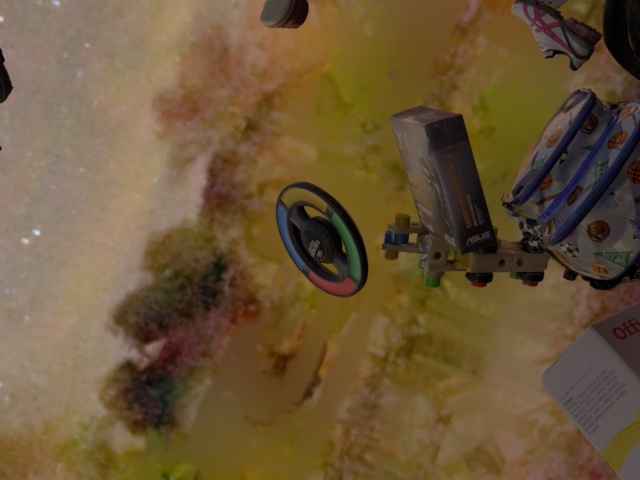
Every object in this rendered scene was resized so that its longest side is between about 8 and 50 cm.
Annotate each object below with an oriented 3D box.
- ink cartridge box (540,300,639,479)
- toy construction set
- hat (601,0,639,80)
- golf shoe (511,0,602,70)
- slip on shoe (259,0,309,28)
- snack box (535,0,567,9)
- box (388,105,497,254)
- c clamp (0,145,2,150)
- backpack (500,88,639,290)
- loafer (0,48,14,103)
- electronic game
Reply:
[{"bbox_3d":[0.572,0.276,1.488,0.279,0.384,0.160,-16,-33,-40],"label":"ink cartridge box"},{"bbox_3d":[0.290,0.000,1.757,0.215,0.328,0.151,-139,37,-65],"label":"toy construction set"},{"bbox_3d":[0.420,-0.278,1.179,0.134,0.331,0.331,-35,-5,-10],"label":"hat"},{"bbox_3d":[0.405,-0.371,1.729,0.067,0.186,0.086,6,-62,-49],"label":"golf shoe"},{"bbox_3d":[-0.073,-0.538,2.230,0.123,0.101,0.331,-58,11,13],"label":"slip on shoe"},{"bbox_3d":[0.490,-0.565,1.936,0.207,0.070,0.174,-36,34,57],"label":"snack box"},{"bbox_3d":[0.168,-0.092,1.373,0.231,0.056,0.183,-126,17,-76],"label":"box"},{"bbox_3d":[-0.434,-0.068,1.021,0.137,0.161,0.022,-11,-100,-83],"label":"c clamp"},{"bbox_3d":[0.372,-0.075,1.265,0.276,0.213,0.263,-62,8,6],"label":"backpack"},{"bbox_3d":[-0.586,-0.352,1.593,0.096,0.267,0.084,-18,27,31],"label":"loafer"},{"bbox_3d":[0.000,0.000,1.730,0.048,0.229,0.229,-32,-19,-32],"label":"electronic game"}]
